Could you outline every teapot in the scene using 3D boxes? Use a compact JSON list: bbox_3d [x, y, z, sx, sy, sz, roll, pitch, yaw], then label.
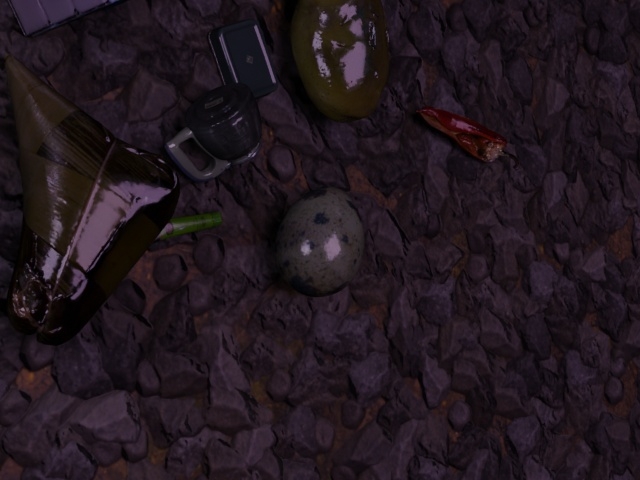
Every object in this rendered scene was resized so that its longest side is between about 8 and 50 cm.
[{"bbox_3d":[-0.144,-0.155,1.798,0.149,0.111,0.108,-55,131,-33],"label":"teapot"}]

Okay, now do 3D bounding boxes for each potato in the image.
[{"bbox_3d":[0.036,-0.314,1.926,0.169,0.143,0.248,-7,91,-27],"label":"potato"}]

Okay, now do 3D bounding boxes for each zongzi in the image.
[{"bbox_3d":[-0.383,-0.053,1.606,0.317,0.154,0.289,40,66,-6],"label":"zongzi"}]

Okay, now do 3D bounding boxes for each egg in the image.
[{"bbox_3d":[0.000,0.000,1.873,0.141,0.141,0.181,26,66,-33],"label":"egg"}]

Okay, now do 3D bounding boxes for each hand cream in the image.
[{"bbox_3d":[-0.204,-0.023,1.793,0.122,0.023,0.036,-12,97,-34],"label":"hand cream"}]

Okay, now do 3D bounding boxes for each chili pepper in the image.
[{"bbox_3d":[0.265,-0.189,2.155,0.268,0.059,0.050,22,35,-31],"label":"chili pepper"}]

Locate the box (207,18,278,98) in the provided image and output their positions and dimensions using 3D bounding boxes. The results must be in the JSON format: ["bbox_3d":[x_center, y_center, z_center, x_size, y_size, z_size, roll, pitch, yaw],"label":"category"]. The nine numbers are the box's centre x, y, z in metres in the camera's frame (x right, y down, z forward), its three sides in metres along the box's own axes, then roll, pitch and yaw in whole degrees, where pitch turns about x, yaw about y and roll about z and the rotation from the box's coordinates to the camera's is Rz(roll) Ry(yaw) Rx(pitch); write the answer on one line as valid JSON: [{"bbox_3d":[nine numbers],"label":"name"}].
[{"bbox_3d":[-0.118,-0.280,1.874,0.091,0.031,0.126,-23,99,-37],"label":"box"}]

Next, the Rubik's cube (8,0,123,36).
[{"bbox_3d":[-0.304,-0.431,1.622,0.231,0.225,0.221,-33,106,-35],"label":"Rubik's cube"}]
